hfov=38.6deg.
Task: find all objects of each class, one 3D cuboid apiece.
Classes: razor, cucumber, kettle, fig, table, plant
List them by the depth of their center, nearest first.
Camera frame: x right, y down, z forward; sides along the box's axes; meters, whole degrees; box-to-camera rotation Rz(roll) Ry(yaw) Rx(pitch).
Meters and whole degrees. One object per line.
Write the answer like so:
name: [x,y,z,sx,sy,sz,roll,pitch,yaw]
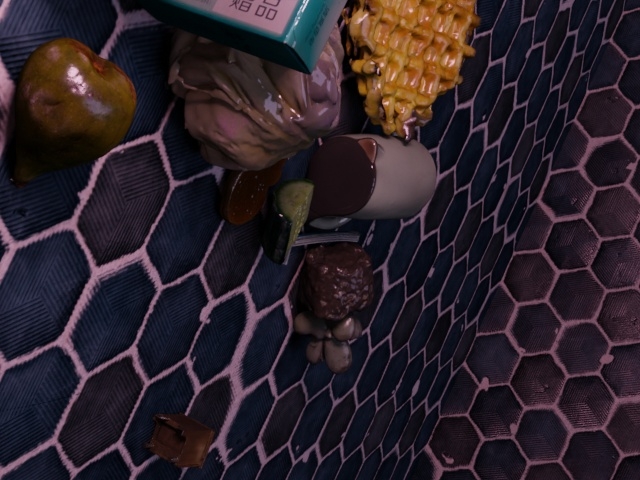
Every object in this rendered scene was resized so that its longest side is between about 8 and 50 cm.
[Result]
fig: [-0.299,-0.146,1.027,0.133,0.185,0.127,2,71,-58]
table: [-0.243,0.339,1.549,0.082,0.083,0.070,20,91,-58]
cucumber: [-0.061,-0.040,1.576,0.115,0.062,0.116,109,6,-47]
kettle: [0.076,-0.099,1.721,0.240,0.165,0.255,-45,163,25]
razor: [-0.003,-0.002,1.738,0.191,0.037,0.068,-10,127,-40]
plant: [0.024,0.139,1.816,0.149,0.146,0.275,-2,125,-14]

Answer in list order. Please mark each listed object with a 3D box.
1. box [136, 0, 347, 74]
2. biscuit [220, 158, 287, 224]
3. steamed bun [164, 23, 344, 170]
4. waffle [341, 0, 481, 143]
box: [-0.093,-0.313,1.088,0.153,0.245,0.092,-63,156,-4]
biscuit: [-0.109,-0.101,1.493,0.175,0.026,0.124,-55,156,-22]
steamed bun: [-0.058,-0.230,1.275,0.280,0.207,0.268,-48,149,-37]
waffle: [0.169,-0.397,1.667,0.382,0.095,0.380,-49,140,-34]
